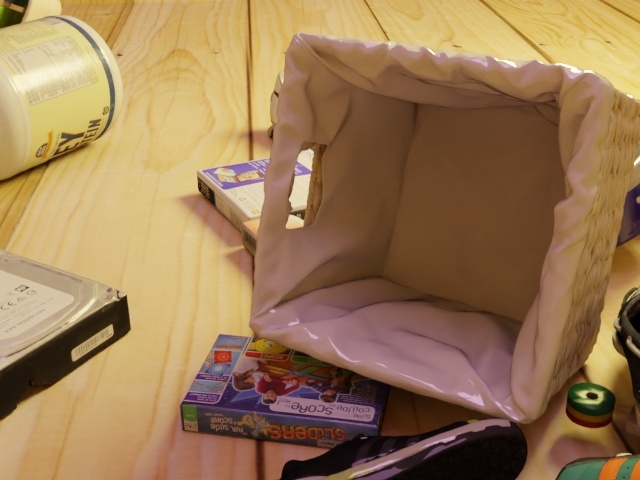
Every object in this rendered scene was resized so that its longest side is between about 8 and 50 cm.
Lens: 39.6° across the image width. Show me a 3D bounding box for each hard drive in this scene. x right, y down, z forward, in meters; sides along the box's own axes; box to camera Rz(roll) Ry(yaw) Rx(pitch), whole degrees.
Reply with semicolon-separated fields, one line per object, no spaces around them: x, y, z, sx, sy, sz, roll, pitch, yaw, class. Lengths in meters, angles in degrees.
-0.430;0.089;1.051;0.339;0.064;0.237;14;30;29;hard drive

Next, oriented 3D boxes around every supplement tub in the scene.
-0.524;-0.239;1.510;0.236;0.235;0.325;15;31;27;supplement tub

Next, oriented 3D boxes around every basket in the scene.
0.143;-0.030;0.939;0.332;0.328;0.266;15;14;30;basket

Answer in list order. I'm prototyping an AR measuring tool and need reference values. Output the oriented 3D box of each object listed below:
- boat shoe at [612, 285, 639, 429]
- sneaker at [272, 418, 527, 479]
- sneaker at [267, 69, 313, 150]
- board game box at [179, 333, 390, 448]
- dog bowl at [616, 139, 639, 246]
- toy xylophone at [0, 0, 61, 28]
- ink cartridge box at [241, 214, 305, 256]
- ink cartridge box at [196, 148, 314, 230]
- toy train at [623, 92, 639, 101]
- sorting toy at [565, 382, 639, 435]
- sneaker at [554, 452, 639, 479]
0.351;0.090;0.885;0.115;0.091;0.302;-5;16;12;boat shoe
0.065;0.194;0.788;0.235;0.084;0.097;-14;29;-12;sneaker
0.041;-0.227;1.586;0.331;0.146;0.122;17;30;28;sneaker
-0.030;0.157;0.938;0.201;0.035;0.136;5;27;11;board game box
0.340;-0.086;1.251;0.265;0.104;0.265;-17;30;10;dog bowl
-0.588;-0.358;1.721;0.081;0.322;0.236;26;0;7;toy xylophone
0.000;0.000;1.242;0.179;0.045;0.145;-17;31;-24;ink cartridge box
-0.060;-0.079;1.395;0.208;0.045;0.206;-15;30;-24;ink cartridge box
0.513;-0.190;1.525;0.334;0.142;0.190;6;15;17;toy train
0.388;0.185;0.863;0.275;0.046;0.132;16;31;30;sorting toy
0.254;0.199;0.677;0.302;0.108;0.121;-27;22;6;sneaker
